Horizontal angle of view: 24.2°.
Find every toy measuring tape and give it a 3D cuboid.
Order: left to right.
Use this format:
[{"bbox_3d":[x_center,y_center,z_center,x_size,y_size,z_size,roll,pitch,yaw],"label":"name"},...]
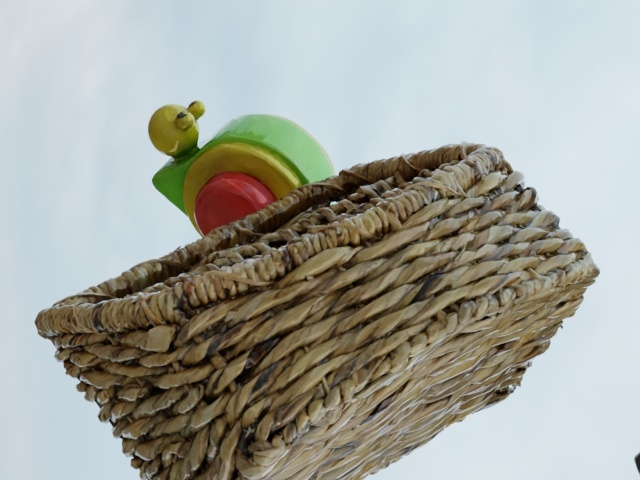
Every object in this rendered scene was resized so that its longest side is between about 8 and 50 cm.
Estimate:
[{"bbox_3d":[0.000,0.000,1.181,0.121,0.330,0.121,-48,-176,5],"label":"toy measuring tape"}]

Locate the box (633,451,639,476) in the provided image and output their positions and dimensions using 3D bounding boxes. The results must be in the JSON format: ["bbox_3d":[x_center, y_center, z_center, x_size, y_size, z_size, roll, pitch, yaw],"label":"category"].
[{"bbox_3d":[0.544,0.215,1.121,0.472,0.297,0.480,-50,-157,21],"label":"box"}]

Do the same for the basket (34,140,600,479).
[{"bbox_3d":[-0.004,0.026,0.963,0.223,0.299,0.213,53,-32,21],"label":"basket"}]
